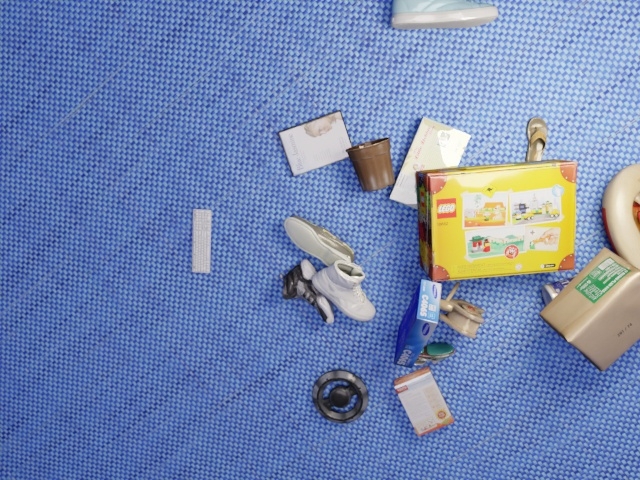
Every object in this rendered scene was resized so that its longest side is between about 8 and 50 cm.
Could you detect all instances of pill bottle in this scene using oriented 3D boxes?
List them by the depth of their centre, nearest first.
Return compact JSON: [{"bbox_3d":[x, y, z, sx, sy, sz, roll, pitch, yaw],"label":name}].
[{"bbox_3d":[0.926,0.191,1.834,0.187,0.112,0.111,-18,97,4],"label":"pill bottle"}]

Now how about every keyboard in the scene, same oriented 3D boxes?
[{"bbox_3d":[-0.475,0.003,1.997,0.072,0.014,0.255,4,99,5],"label":"keyboard"}]

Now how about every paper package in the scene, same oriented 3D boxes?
[{"bbox_3d":[0.966,0.242,1.702,0.309,0.168,0.325,34,104,-33],"label":"paper package"}]

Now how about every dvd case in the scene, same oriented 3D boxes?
[{"bbox_3d":[-0.015,-0.366,1.889,0.253,0.022,0.180,-18,97,8],"label":"dvd case"}]

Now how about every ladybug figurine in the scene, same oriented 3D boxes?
[{"bbox_3d":[1.126,-0.044,1.733,0.305,0.162,0.449,-21,90,-10],"label":"ladybug figurine"}]

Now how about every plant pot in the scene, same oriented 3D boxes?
[{"bbox_3d":[0.193,-0.273,1.821,0.167,0.167,0.165,-16,105,8],"label":"plant pot"}]

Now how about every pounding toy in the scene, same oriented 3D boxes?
[{"bbox_3d":[0.535,0.251,1.812,0.154,0.270,0.154,30,103,34],"label":"pounding toy"}]

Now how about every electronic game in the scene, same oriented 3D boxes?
[{"bbox_3d":[0.080,0.632,2.021,0.229,0.048,0.229,1,100,7],"label":"electronic game"}]

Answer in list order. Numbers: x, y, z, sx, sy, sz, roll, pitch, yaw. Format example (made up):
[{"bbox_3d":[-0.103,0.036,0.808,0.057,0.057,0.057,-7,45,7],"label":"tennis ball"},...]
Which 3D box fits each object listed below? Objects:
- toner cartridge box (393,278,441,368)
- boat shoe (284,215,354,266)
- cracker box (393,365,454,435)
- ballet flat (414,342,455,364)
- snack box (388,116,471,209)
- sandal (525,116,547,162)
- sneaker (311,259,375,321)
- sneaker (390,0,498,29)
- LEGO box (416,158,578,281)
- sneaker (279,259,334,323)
[{"bbox_3d":[0.344,0.306,1.793,0.075,0.165,0.347,13,141,3],"label":"toner cartridge box"},{"bbox_3d":[-0.002,0.003,1.911,0.305,0.091,0.109,37,131,0],"label":"boat shoe"},{"bbox_3d":[0.407,0.635,1.980,0.156,0.067,0.232,-25,97,8],"label":"cracker box"},{"bbox_3d":[0.413,0.449,1.954,0.222,0.077,0.079,-6,117,11],"label":"ballet flat"},{"bbox_3d":[0.398,-0.271,1.842,0.187,0.060,0.321,22,101,0],"label":"snack box"},{"bbox_3d":[0.779,-0.353,1.797,0.072,0.049,0.180,4,99,5],"label":"sandal"},{"bbox_3d":[0.127,0.189,1.868,0.293,0.108,0.169,36,135,-17],"label":"sneaker"},{"bbox_3d":[0.426,-0.817,1.719,0.366,0.135,0.150,1,102,5],"label":"sneaker"},{"bbox_3d":[0.606,-0.076,1.750,0.501,0.193,0.372,-4,102,0],"label":"LEGO box"},{"bbox_3d":[-0.056,0.220,1.948,0.153,0.101,0.268,-26,90,10],"label":"sneaker"}]
